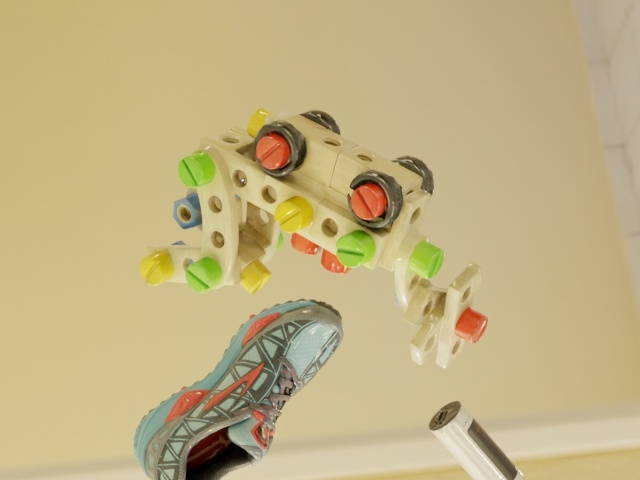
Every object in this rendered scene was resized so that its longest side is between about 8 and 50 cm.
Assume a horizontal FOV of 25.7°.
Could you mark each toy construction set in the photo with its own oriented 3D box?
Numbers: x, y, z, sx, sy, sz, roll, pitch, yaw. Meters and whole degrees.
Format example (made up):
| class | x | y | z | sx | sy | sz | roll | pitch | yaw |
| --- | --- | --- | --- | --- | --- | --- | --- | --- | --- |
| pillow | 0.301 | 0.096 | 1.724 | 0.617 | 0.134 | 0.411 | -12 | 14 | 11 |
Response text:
| class | x | y | z | sx | sy | sz | roll | pitch | yaw |
| --- | --- | --- | --- | --- | --- | --- | --- | --- | --- |
| toy construction set | 0.000 | 0.000 | 1.263 | 0.151 | 0.328 | 0.215 | -48 | -24 | -60 |

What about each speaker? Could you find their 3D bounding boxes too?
| class | x | y | z | sx | sy | sz | roll | pitch | yaw |
| --- | --- | --- | --- | --- | --- | --- | --- | --- | --- |
| speaker | 0.199 | 0.272 | 1.810 | 0.136 | 0.055 | 0.055 | 50 | -174 | -14 |

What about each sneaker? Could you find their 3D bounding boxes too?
| class | x | y | z | sx | sy | sz | roll | pitch | yaw |
| --- | --- | --- | --- | --- | --- | --- | --- | --- | --- |
| sneaker | -0.066 | 0.175 | 1.432 | 0.104 | 0.262 | 0.125 | 44 | -176 | -37 |
